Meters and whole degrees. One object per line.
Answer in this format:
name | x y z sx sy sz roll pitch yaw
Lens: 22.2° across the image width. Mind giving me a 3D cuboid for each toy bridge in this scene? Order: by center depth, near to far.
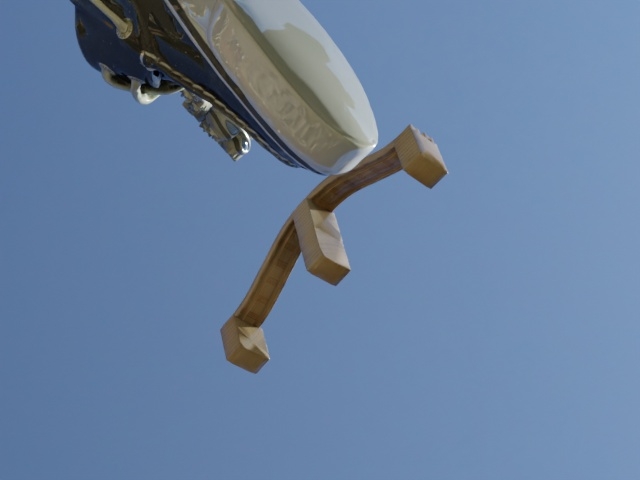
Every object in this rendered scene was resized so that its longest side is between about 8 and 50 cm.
toy bridge | 0.000 0.000 0.980 0.026 0.188 0.063 29 -153 -30

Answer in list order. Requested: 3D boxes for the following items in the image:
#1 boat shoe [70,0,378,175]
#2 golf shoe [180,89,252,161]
boat shoe | -0.061 -0.094 0.666 0.219 0.070 0.077 50 -159 26
golf shoe | -0.076 -0.134 1.254 0.086 0.176 0.069 -42 -113 -1
